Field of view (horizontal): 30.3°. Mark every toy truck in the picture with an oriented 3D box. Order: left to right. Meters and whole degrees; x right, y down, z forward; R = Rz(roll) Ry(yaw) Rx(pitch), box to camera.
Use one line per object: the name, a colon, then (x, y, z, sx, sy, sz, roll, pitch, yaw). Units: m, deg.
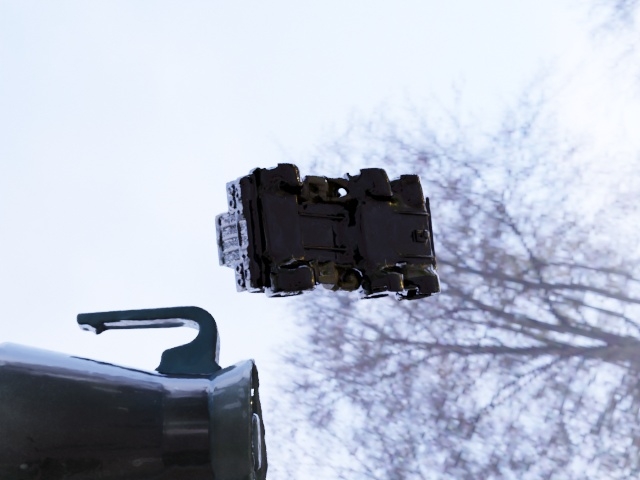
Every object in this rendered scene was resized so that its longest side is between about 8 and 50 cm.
toy truck: (0.002, -0.001, 1.151, 0.257, 0.127, 0.127, 3, -102, -50)

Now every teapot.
teapot: (-0.156, 0.147, 0.916, 0.225, 0.171, 0.203, -3, -121, -1)
